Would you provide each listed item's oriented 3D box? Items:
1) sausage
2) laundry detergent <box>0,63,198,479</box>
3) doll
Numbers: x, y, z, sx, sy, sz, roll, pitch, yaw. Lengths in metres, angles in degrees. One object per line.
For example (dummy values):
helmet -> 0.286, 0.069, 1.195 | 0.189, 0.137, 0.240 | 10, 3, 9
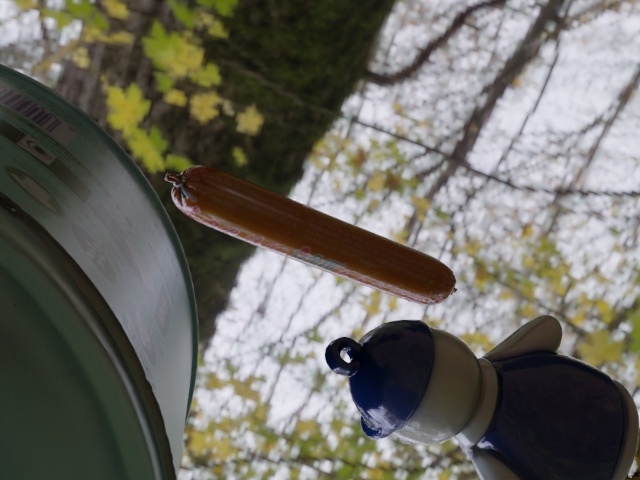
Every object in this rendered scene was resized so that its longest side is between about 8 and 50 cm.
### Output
sausage -> 0.000, 0.000, 1.299 | 0.348, 0.053, 0.053 | 22, -154, -33
laundry detergent -> -0.191, 0.076, 0.509 | 0.287, 0.287, 0.305 | 16, -170, -6
doll -> 0.065, 0.064, 0.503 | 0.143, 0.057, 0.098 | 22, -127, -21
